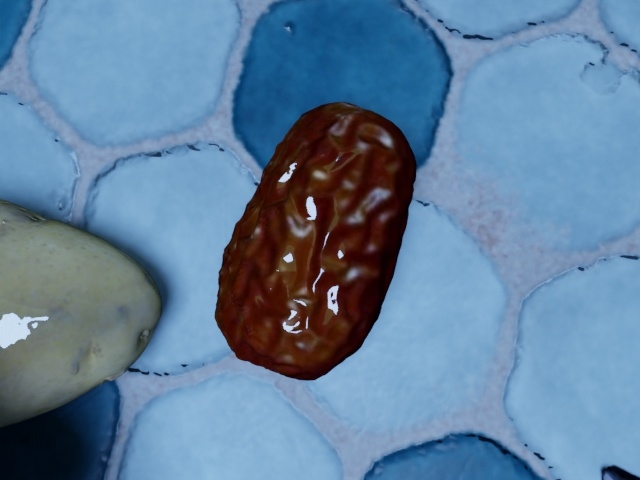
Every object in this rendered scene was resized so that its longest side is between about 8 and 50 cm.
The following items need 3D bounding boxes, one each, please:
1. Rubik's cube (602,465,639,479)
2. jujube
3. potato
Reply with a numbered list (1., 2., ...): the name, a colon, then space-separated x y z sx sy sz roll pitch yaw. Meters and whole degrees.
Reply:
1. Rubik's cube: 0.230 0.267 0.381 0.190 0.211 0.178 39 109 37
2. jujube: 0.000 0.000 0.383 0.112 0.109 0.176 18 82 36
3. potato: -0.230 0.050 0.381 0.235 0.128 0.161 20 86 -1
